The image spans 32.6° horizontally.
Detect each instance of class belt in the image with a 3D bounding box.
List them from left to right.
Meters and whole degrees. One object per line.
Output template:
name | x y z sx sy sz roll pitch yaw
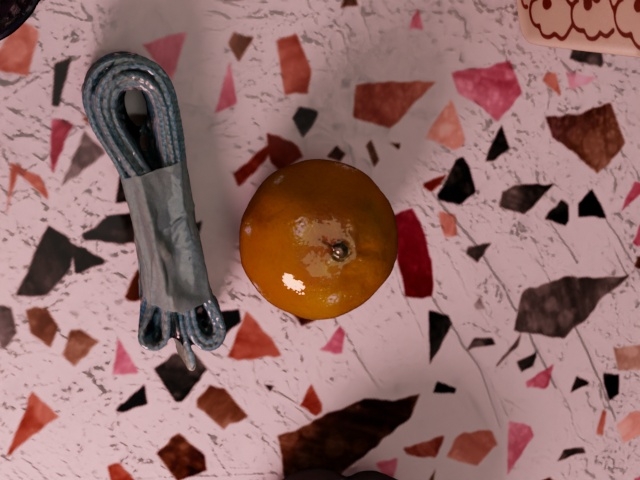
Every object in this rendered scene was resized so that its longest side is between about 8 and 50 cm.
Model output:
belt | -0.156 -0.025 1.018 0.087 0.072 0.302 -16 105 -19

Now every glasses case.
glasses case | 0.279 -0.239 0.966 0.076 0.336 0.144 -14 106 -15

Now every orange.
orange | 0.000 0.000 1.046 0.156 0.124 0.156 -6 107 -20

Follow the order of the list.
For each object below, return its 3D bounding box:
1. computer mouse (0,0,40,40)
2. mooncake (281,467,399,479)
computer mouse | -0.334 -0.252 0.889 0.233 0.096 0.137 34 91 -24
mooncake | 0.019 0.357 1.133 0.245 0.133 0.244 -4 104 -17
